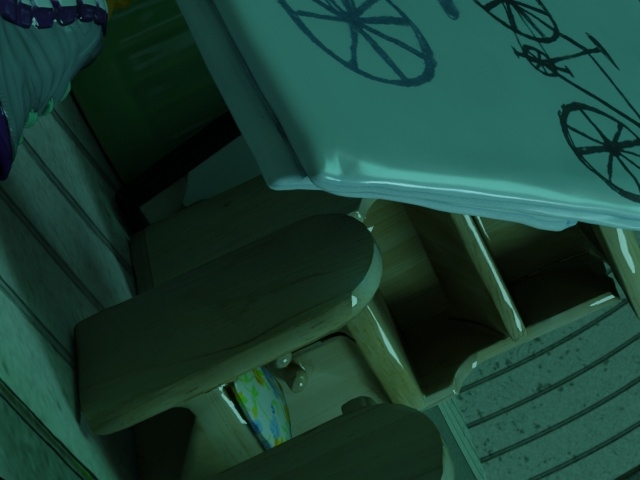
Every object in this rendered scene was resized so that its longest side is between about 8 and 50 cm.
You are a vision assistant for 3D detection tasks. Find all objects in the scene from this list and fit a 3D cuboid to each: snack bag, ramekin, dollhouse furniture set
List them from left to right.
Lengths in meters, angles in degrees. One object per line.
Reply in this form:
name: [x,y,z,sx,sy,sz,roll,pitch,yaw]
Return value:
ramekin: [-0.078,-0.159,1.165,0.303,0.148,0.303,-23,90,-84]
snack bag: [0.057,-0.118,0.897,0.342,0.037,0.323,6,42,-40]
dollhouse furniture set: [0.074,0.114,0.901,0.362,0.256,0.394,60,8,-37]

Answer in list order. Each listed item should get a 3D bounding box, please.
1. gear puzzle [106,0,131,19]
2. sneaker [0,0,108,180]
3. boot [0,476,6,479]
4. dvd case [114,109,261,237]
gear puzzle: [-0.160,-0.233,0.871,0.339,0.044,0.175,62,34,-41]
sneaker: [-0.138,-0.058,0.702,0.223,0.083,0.098,-4,91,-79]
boot: [-0.096,0.109,0.250,0.223,0.118,0.338,57,0,-44]
dvd case: [0.000,0.000,1.117,0.022,0.180,0.253,48,-8,41]
